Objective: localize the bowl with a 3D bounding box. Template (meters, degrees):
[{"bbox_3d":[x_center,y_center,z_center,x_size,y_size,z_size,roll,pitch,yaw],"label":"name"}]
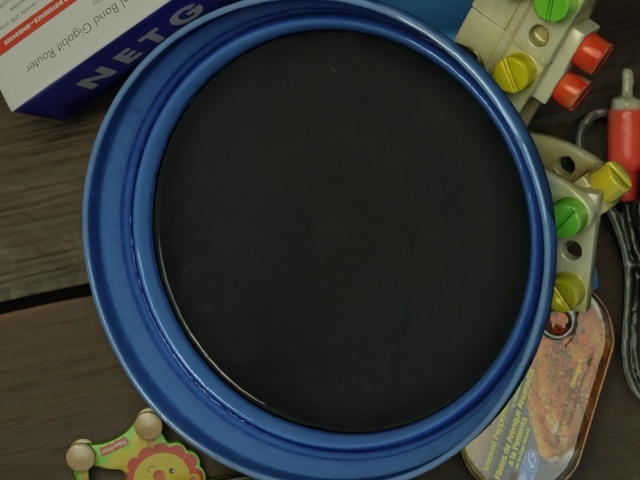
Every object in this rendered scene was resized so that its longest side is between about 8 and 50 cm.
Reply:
[{"bbox_3d":[0.000,0.000,1.253,0.391,0.077,0.391,4,100,23],"label":"bowl"}]

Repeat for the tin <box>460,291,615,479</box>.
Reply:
[{"bbox_3d":[0.179,0.122,1.339,0.106,0.040,0.189,19,85,-3],"label":"tin"}]

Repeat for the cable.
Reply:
[{"bbox_3d":[0.270,-0.004,1.332,0.140,0.072,0.287,7,85,5],"label":"cable"}]

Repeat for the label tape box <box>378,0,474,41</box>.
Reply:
[{"bbox_3d":[0.056,-0.281,1.332,0.249,0.115,0.347,-5,84,-1],"label":"label tape box"}]

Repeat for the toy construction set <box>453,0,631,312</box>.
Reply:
[{"bbox_3d":[0.205,-0.125,1.250,0.215,0.151,0.327,38,108,16],"label":"toy construction set"}]

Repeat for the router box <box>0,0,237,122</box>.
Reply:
[{"bbox_3d":[-0.166,-0.309,1.275,0.335,0.082,0.301,-31,78,17],"label":"router box"}]

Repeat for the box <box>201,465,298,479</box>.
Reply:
[{"bbox_3d":[-0.021,0.280,1.311,0.184,0.045,0.190,-9,87,-9],"label":"box"}]

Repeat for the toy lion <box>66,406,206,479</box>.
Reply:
[{"bbox_3d":[-0.150,0.195,1.335,0.100,0.034,0.096,-24,94,-2],"label":"toy lion"}]
